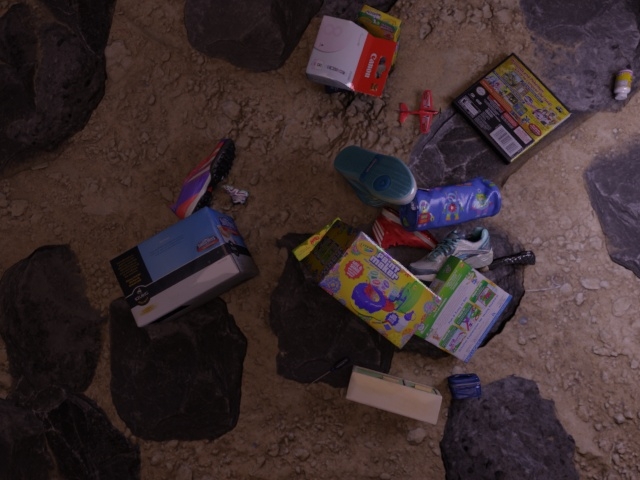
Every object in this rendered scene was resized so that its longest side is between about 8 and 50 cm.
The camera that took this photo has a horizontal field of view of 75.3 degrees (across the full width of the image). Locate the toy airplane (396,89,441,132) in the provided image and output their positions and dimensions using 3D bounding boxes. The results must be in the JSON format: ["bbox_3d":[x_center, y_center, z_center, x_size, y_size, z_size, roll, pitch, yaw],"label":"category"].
[{"bbox_3d":[0.322,-0.420,1.366,0.151,0.028,0.151,-1,83,7],"label":"toy airplane"}]

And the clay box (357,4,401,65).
[{"bbox_3d":[0.185,-0.648,1.305,0.127,0.222,0.053,28,88,8],"label":"clay box"}]

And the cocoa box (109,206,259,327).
[{"bbox_3d":[-0.414,0.084,1.303,0.347,0.231,0.228,-29,82,3],"label":"cocoa box"}]

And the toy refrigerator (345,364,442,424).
[{"bbox_3d":[0.219,0.460,1.260,0.270,0.102,0.094,14,86,8],"label":"toy refrigerator"}]

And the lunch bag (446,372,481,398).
[{"bbox_3d":[0.431,0.435,1.254,0.098,0.067,0.065,-8,83,7],"label":"lunch bag"}]

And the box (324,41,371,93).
[{"bbox_3d":[0.084,-0.560,1.343,0.158,0.156,0.093,-5,83,6],"label":"box"}]

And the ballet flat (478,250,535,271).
[{"bbox_3d":[0.576,0.072,1.276,0.173,0.057,0.049,-15,88,6],"label":"ballet flat"}]

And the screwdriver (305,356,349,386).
[{"bbox_3d":[0.023,0.427,1.330,0.170,0.024,0.025,-40,110,8],"label":"screwdriver"}]

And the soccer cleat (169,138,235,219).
[{"bbox_3d":[-0.397,-0.213,1.396,0.116,0.108,0.318,28,91,12],"label":"soccer cleat"}]

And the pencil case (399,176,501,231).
[{"bbox_3d":[0.384,-0.112,1.241,0.306,0.119,0.133,-10,106,-14],"label":"pencil case"}]

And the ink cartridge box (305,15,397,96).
[{"bbox_3d":[0.092,-0.548,1.234,0.232,0.066,0.189,16,85,12],"label":"ink cartridge box"}]

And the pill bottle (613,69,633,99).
[{"bbox_3d":[0.941,-0.483,1.291,0.043,0.043,0.083,11,87,8],"label":"pill bottle"}]

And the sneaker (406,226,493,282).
[{"bbox_3d":[0.382,0.032,1.243,0.283,0.110,0.122,-17,116,-14],"label":"sneaker"}]

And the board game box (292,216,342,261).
[{"bbox_3d":[0.000,0.000,1.333,0.181,0.092,0.043,-37,81,2],"label":"board game box"}]

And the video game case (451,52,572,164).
[{"bbox_3d":[0.608,-0.422,1.330,0.248,0.035,0.275,-39,81,2],"label":"video game case"}]

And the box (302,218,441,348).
[{"bbox_3d":[0.131,0.107,1.170,0.290,0.279,0.177,39,90,-13],"label":"box"}]

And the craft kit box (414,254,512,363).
[{"bbox_3d":[0.406,0.207,1.217,0.247,0.061,0.250,32,93,-27],"label":"craft kit box"}]

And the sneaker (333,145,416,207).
[{"bbox_3d":[0.194,-0.159,1.247,0.127,0.208,0.319,-46,45,0],"label":"sneaker"}]

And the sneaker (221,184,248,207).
[{"bbox_3d":[-0.299,-0.147,1.409,0.098,0.038,0.069,17,86,8],"label":"sneaker"}]

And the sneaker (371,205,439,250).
[{"bbox_3d":[0.262,-0.003,1.324,0.221,0.087,0.128,36,111,4],"label":"sneaker"}]
